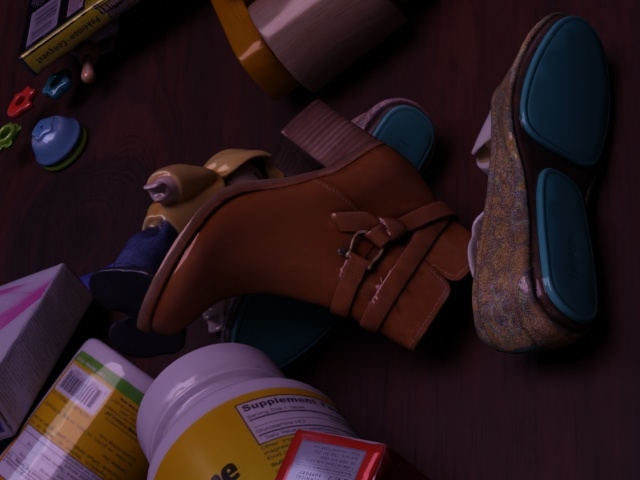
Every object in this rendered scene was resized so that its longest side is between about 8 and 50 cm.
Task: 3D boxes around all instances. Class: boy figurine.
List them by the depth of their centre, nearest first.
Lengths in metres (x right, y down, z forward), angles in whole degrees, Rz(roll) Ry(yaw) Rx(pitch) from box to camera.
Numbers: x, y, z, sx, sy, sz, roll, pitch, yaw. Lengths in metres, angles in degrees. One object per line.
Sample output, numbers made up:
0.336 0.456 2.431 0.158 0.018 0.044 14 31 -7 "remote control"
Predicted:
-0.120 0.003 1.750 0.092 0.177 0.285 -4 28 29 "boy figurine"

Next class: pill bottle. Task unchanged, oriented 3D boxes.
-0.031 0.234 1.463 0.188 0.188 0.334 -43 41 4 "pill bottle"
-0.235 0.227 1.678 0.136 0.136 0.246 27 78 48 "pill bottle"

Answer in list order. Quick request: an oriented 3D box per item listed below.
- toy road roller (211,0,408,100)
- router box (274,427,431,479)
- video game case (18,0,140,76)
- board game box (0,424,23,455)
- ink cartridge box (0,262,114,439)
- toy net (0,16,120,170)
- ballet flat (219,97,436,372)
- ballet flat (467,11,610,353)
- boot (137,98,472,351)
-0.057 -0.335 1.892 0.202 0.240 0.329 -37 42 11 "toy road roller"
0.047 0.336 1.209 0.082 0.335 0.301 5 64 42 "router box"
-0.253 -0.334 2.165 0.248 0.035 0.275 -33 28 15 "video game case"
-0.457 0.334 1.821 0.253 0.079 0.336 -8 54 36 "board game box"
-0.405 0.128 1.834 0.324 0.071 0.330 -20 24 21 "ink cartridge box"
-0.299 -0.190 2.133 0.122 0.045 0.232 3 59 43 "toy net"
0.000 0.000 1.707 0.316 0.107 0.106 -52 21 -14 "ballet flat"
0.184 -0.052 1.575 0.123 0.123 0.349 -16 50 30 "ballet flat"
-0.004 0.032 1.583 0.220 0.109 0.283 41 64 8 "boot"
